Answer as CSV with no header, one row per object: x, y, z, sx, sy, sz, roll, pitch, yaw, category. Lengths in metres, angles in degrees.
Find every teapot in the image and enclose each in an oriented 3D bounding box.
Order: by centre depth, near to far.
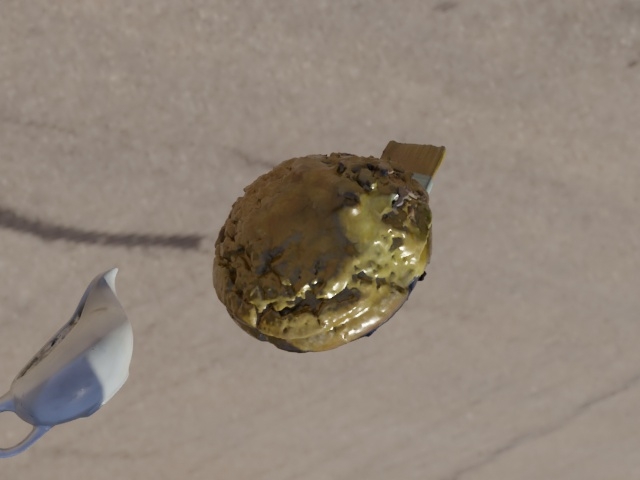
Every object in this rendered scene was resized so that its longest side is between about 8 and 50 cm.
-0.255,0.134,1.575,0.226,0.092,0.145,-49,-171,-22,teapot

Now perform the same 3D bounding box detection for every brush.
0.054,0.001,1.662,0.085,0.336,0.020,7,132,21,brush

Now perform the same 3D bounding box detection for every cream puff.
0.000,0.000,1.230,0.189,0.189,0.129,-25,127,8,cream puff
